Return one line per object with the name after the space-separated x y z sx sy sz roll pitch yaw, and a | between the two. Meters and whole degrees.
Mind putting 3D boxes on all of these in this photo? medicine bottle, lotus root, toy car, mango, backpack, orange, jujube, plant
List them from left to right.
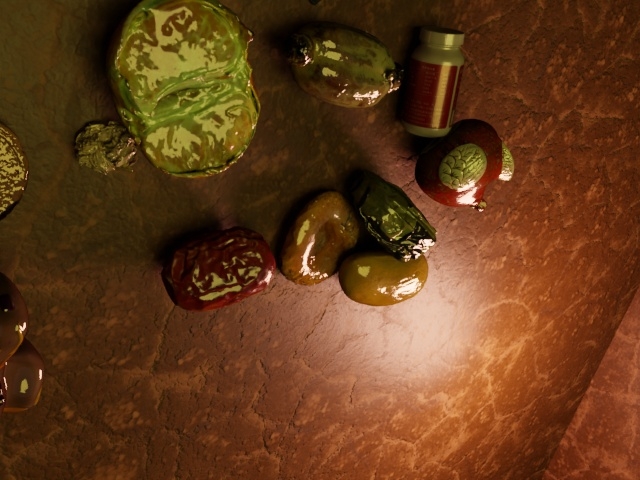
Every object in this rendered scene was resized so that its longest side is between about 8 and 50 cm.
-0.628 0.196 1.177 0.240 0.271 0.341 -3 118 -56 | toy car
-0.407 -0.170 1.251 0.116 0.105 0.122 2 156 0 | plant
-0.262 -0.287 1.196 0.262 0.196 0.335 -44 139 -28 | orange
-0.225 0.063 1.444 0.250 0.174 0.174 -22 127 -22 | jujube
0.039 -0.386 1.397 0.309 0.173 0.173 7 111 -40 | lotus root
0.169 0.100 1.770 0.331 0.142 0.195 -3 137 -40 | mango
0.174 -0.066 1.658 0.140 0.207 0.253 -44 128 10 | backpack
0.278 -0.389 1.588 0.131 0.131 0.250 -12 121 -32 | medicine bottle

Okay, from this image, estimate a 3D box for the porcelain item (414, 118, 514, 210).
0.382 -0.184 1.698 0.252 0.253 0.253 -18 125 -28 | porcelain item

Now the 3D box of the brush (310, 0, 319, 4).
0.042 -0.582 1.375 0.193 0.016 0.063 -42 134 -9 | brush

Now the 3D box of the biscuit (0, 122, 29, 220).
-0.624 -0.116 1.123 0.225 0.042 0.226 -17 124 -27 | biscuit

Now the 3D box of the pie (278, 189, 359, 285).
0.001 0.001 1.646 0.273 0.069 0.274 -27 136 -30 | pie
